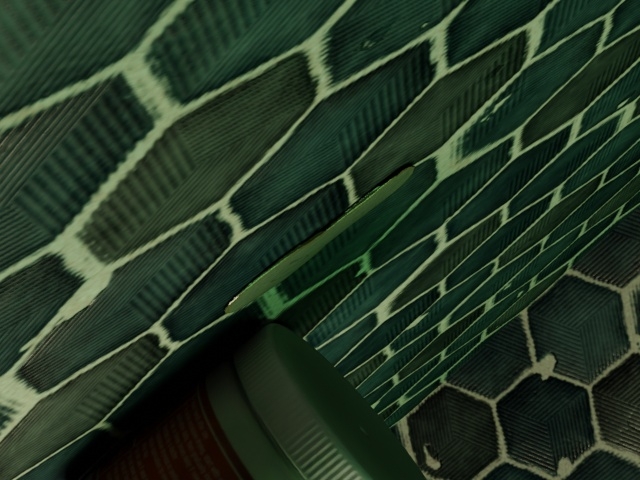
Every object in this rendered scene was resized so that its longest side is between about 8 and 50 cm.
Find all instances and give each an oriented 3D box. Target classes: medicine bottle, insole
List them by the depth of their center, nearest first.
[{"bbox_3d":[0.000,0.000,1.277,0.188,0.004,0.064,-38,169,-5],"label":"insole"},{"bbox_3d":[-0.052,0.239,1.406,0.241,0.252,0.252,-41,168,7],"label":"medicine bottle"}]
